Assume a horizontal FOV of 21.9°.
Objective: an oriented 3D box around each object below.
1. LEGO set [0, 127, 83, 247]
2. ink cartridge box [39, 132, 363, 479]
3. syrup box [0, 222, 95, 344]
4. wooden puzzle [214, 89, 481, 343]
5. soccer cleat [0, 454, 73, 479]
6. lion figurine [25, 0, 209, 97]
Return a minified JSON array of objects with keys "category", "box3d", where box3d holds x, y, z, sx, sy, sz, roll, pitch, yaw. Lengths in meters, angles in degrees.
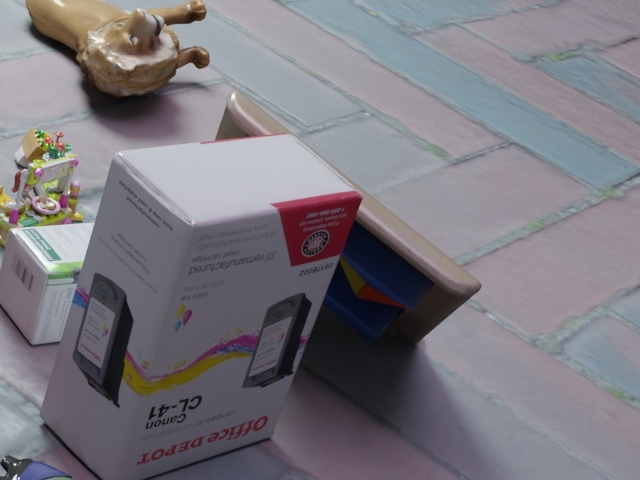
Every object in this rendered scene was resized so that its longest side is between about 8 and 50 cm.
[{"category":"LEGO set","box3d":[-0.330,-0.080,1.932,0.132,0.107,0.287,21,28,4]},{"category":"ink cartridge box","box3d":[-0.116,0.062,1.591,0.226,0.306,0.131,-12,40,-44]},{"category":"syrup box","box3d":[-0.221,0.040,1.796,0.237,0.096,0.093,-6,36,-37]},{"category":"wooden puzzle","box3d":[0.000,0.000,1.808,0.322,0.080,0.348,38,-12,1]},{"category":"soccer cleat","box3d":[-0.251,0.282,1.342,0.121,0.093,0.289,28,29,-5]},{"category":"lion figurine","box3d":[-0.316,-0.307,2.362,0.240,0.142,0.392,-20,31,-40]}]
